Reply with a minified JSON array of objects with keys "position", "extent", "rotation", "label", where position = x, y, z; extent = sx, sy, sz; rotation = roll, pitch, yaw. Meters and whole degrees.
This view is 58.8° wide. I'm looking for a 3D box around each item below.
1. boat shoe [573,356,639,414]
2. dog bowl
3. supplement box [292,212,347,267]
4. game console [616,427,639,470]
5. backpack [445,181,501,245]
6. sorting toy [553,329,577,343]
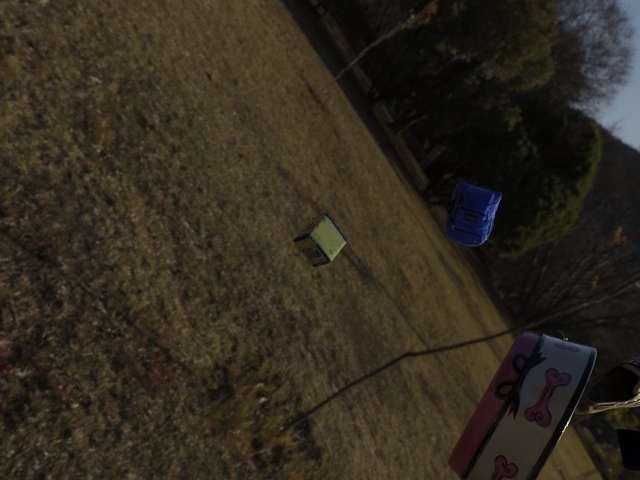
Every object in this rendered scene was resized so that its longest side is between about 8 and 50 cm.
[{"position":[0.816,0.377,1.501],"extent":[0.123,0.342,0.123],"rotation":[111,-32,-65],"label":"boat shoe"},{"position":[0.419,0.370,1.215],"extent":[0.150,0.408,0.408],"rotation":[29,9,21],"label":"dog bowl"},{"position":[0.000,0.000,1.264],"extent":[0.083,0.056,0.083],"rotation":[52,52,-16],"label":"supplement box"},{"position":[0.901,0.605,1.603],"extent":[0.107,0.071,0.122],"rotation":[46,39,-28],"label":"game console"},{"position":[0.297,-0.050,1.133],"extent":[0.098,0.120,0.101],"rotation":[19,8,18],"label":"backpack"},{"position":[0.783,0.324,1.793],"extent":[0.102,0.042,0.061],"rotation":[-113,-166,-53],"label":"sorting toy"}]
